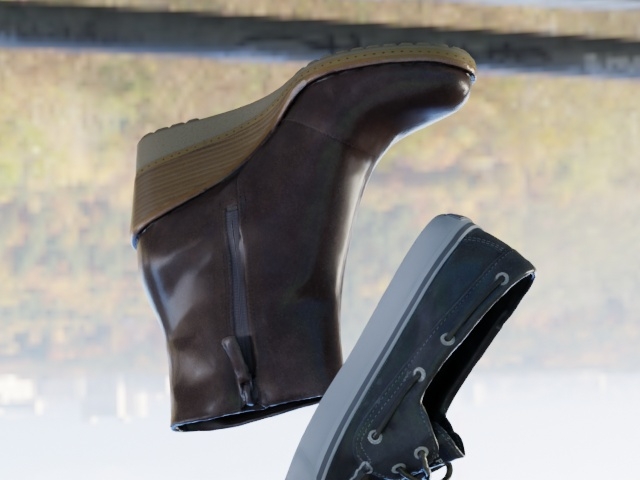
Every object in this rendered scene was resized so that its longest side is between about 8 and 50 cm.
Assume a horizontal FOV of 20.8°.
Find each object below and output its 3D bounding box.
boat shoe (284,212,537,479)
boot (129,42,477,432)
[{"bbox_3d":[0.051,0.098,0.978,0.076,0.228,0.080,26,173,25],"label":"boat shoe"},{"bbox_3d":[0.000,0.000,1.102,0.248,0.206,0.090,-18,159,17],"label":"boot"}]
